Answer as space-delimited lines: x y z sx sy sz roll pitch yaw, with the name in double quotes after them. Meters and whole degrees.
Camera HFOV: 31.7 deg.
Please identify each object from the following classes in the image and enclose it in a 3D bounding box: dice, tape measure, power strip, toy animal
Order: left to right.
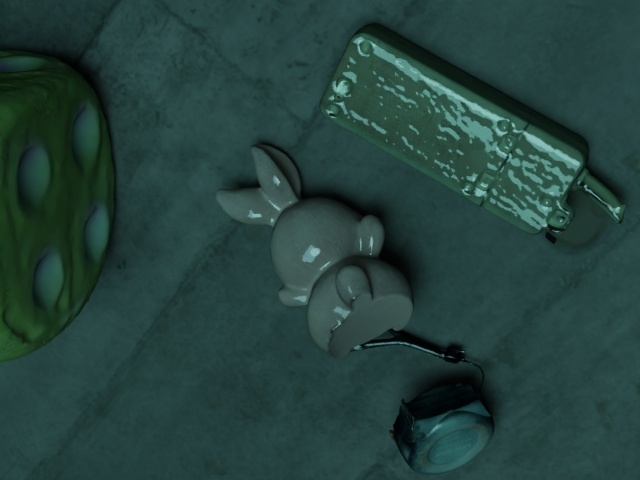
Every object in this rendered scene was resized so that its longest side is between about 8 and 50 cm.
-0.355 -0.038 1.076 0.254 0.250 0.252 6 113 16 "dice"
0.000 0.001 1.076 0.124 0.124 0.213 -47 61 28 "toy animal"
0.090 0.148 1.138 0.180 0.104 0.107 45 149 33 "tape measure"
0.141 -0.088 1.010 0.288 0.053 0.093 30 116 3 "power strip"
